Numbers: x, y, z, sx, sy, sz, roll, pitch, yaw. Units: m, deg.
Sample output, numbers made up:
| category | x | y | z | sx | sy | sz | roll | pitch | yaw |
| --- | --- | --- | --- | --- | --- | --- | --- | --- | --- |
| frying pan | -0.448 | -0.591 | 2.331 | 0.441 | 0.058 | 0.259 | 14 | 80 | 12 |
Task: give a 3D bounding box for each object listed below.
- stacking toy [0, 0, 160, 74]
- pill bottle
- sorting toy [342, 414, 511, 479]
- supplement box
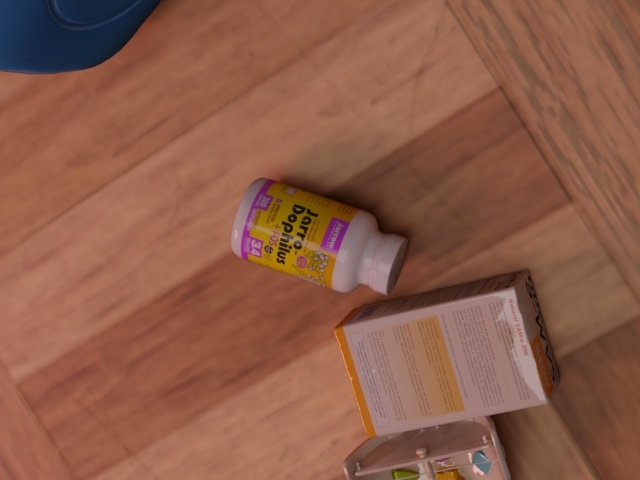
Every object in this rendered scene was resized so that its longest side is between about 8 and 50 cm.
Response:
| category | x | y | z | sx | sy | sz | roll | pitch | yaw |
| --- | --- | --- | --- | --- | --- | --- | --- | --- | --- |
| stacking toy | -0.187 | -0.233 | 0.771 | 0.302 | 0.175 | 0.166 | 45 | 114 | 17 |
| pill bottle | 0.000 | 0.000 | 0.813 | 0.083 | 0.043 | 0.043 | 18 | 110 | 13 |
| sorting toy | 0.066 | 0.129 | 0.830 | 0.083 | 0.045 | 0.075 | -15 | 107 | 21 |
| supplement box | 0.064 | 0.057 | 0.811 | 0.098 | 0.036 | 0.062 | -13 | 100 | 21 |
